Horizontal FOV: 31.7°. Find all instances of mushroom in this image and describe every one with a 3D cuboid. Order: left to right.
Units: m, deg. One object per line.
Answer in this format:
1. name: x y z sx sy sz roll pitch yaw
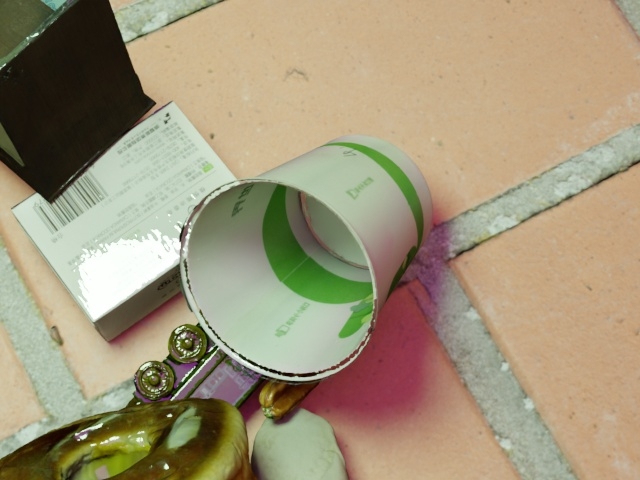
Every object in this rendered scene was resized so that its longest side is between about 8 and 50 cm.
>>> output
1. mushroom: -0.017 0.369 1.339 0.128 0.128 0.350 -1 73 -2

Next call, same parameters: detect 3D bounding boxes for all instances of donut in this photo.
1. donut: -0.215 0.291 1.241 0.330 0.330 0.159 -24 113 -10

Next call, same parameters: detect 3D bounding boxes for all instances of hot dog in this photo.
1. hot dog: -0.039 0.184 1.406 0.122 0.037 0.049 -31 96 -53

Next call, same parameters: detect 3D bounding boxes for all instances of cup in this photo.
1. cup: 0.000 0.000 1.364 0.253 0.253 0.274 34 34 9

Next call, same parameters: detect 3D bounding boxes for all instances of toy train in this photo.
1. toy train: -0.136 0.160 1.424 0.137 0.090 0.225 42 79 0

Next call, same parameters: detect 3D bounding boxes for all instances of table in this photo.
1. table: -0.373 -0.238 1.354 0.251 0.282 0.196 39 73 18

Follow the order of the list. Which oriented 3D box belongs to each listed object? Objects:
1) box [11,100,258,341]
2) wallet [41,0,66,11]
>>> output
1. box: -0.235 -0.025 1.470 0.260 0.111 0.194 -34 74 -14
2. wallet: -0.446 -0.291 1.576 0.250 0.075 0.176 -23 68 -9
